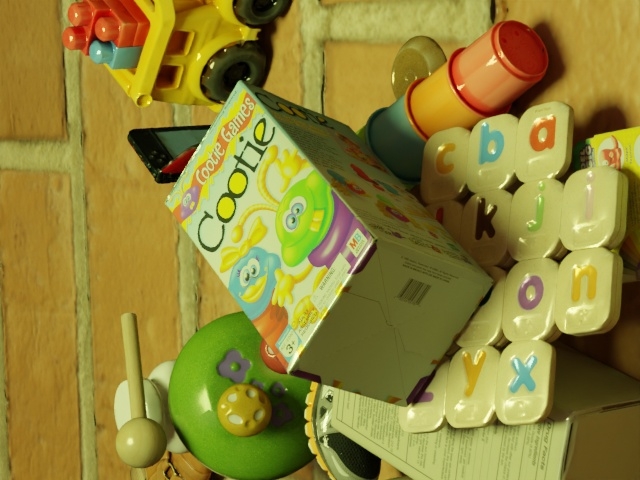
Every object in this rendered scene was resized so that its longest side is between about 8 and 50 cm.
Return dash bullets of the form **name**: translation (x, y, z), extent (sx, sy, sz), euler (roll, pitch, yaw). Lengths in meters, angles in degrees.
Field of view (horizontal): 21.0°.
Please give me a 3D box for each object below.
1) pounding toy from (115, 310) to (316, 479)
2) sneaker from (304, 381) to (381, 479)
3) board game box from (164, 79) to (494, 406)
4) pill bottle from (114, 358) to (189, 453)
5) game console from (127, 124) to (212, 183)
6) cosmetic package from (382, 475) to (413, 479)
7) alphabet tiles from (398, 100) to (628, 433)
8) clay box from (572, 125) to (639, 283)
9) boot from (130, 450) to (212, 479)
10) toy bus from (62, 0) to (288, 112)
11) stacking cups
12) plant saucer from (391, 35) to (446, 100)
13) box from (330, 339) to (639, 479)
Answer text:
- **pounding toy**: translation (-0.088, 0.148, 1.775), extent (0.110, 0.237, 0.182), euler (119, 152, -70)
- **sneaker**: translation (0.039, 0.146, 1.732), extent (0.083, 0.084, 0.214), euler (-17, 70, 44)
- **board game box**: translation (0.000, 0.000, 1.527), extent (0.142, 0.144, 0.275), euler (-57, 40, 16)
- **pill bottle**: translation (-0.128, 0.177, 1.893), extent (0.103, 0.184, 0.103), euler (12, 105, 53)
- **game console**: translation (-0.115, -0.111, 1.865), extent (0.124, 0.144, 0.085), euler (53, 133, 36)
- **cosmetic package**: translation (0.112, 0.255, 1.683), extent (0.115, 0.060, 0.041), euler (-2, 92, 53)
- **alphabet tiles**: translation (0.144, 0.026, 1.480), extent (0.284, 0.021, 0.278), euler (-13, 66, 47)
- **clay box**: translation (0.298, -0.034, 1.388), extent (0.222, 0.053, 0.127), euler (-8, 86, 56)
- **boot**: translation (-0.156, 0.301, 2.051), extent (0.152, 0.073, 0.197), euler (-52, 57, 39)
- **toy bus**: translation (-0.164, -0.253, 1.857), extent (0.149, 0.211, 0.220), euler (52, 132, 38)
- **stacking cups**: translation (0.098, -0.097, 1.632), extent (0.316, 0.096, 0.096), euler (-34, 68, 47)
- **plant saucer**: translation (0.093, -0.158, 1.682), extent (0.083, 0.015, 0.083), euler (11, 104, 53)
- **box**: translation (0.152, 0.155, 1.559), extent (0.311, 0.121, 0.148), euler (29, 117, 48)
